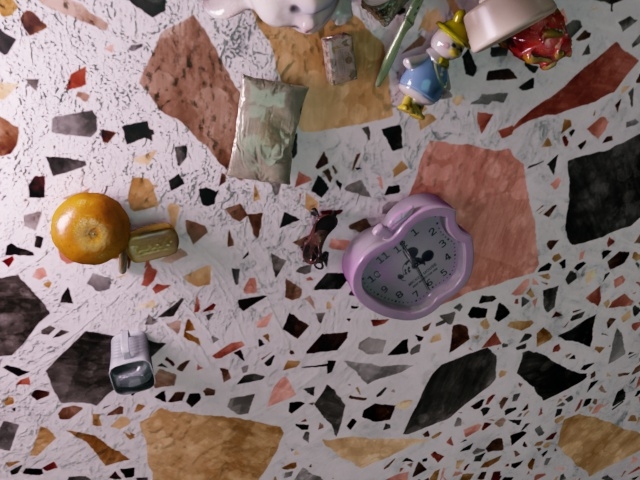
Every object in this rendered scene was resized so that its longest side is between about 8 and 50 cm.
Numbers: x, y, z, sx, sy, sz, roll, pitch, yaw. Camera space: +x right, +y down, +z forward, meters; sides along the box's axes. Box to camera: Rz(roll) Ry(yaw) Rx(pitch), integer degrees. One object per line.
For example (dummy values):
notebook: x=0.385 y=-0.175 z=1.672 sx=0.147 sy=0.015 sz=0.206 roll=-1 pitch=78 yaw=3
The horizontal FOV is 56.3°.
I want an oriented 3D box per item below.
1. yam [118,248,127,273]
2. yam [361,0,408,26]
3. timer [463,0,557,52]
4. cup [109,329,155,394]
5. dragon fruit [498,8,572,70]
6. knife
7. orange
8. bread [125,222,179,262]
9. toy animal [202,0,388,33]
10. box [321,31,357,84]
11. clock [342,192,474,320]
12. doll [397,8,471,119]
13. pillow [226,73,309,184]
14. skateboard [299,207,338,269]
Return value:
yam: x=-0.440 y=0.024 z=1.334 sx=0.021 sy=0.021 sz=0.116 roll=2 pitch=117 yaw=-21
yam: x=0.162 y=-0.519 z=1.196 sx=0.179 sy=0.078 sz=0.078 roll=-47 pitch=123 yaw=10
timer: x=0.328 y=-0.531 z=1.177 sx=0.175 sy=0.175 sz=0.266 roll=-27 pitch=96 yaw=-3
cup: x=-0.451 y=0.276 z=1.414 sx=0.095 sy=0.129 sz=0.128 roll=-13 pitch=123 yaw=-13
dragon fruit: x=0.460 y=-0.458 z=1.315 sx=0.208 sy=0.133 sz=0.149 roll=17 pitch=87 yaw=-10
knife: x=0.177 y=-0.444 z=1.236 sx=0.043 sy=0.020 sz=0.293 roll=-29 pitch=154 yaw=-43
orange: x=-0.474 y=-0.025 z=1.236 sx=0.155 sy=0.134 sz=0.154 roll=-3 pitch=98 yaw=-25
bread: x=-0.374 y=0.001 z=1.323 sx=0.115 sy=0.056 sz=0.082 roll=-18 pitch=122 yaw=-18
toy animal: x=-0.039 y=-0.496 z=1.071 sx=0.368 sy=0.196 sz=0.241 roll=-29 pitch=87 yaw=-4
box: x=0.039 y=-0.380 z=1.252 sx=0.062 sy=0.045 sz=0.098 roll=-19 pitch=123 yaw=-10
clock: x=0.225 y=0.044 z=1.538 sx=0.339 sy=0.102 sz=0.338 roll=-8 pitch=121 yaw=-14
doll: x=0.249 y=-0.382 z=1.294 sx=0.135 sy=0.098 sz=0.241 roll=30 pitch=109 yaw=-10
pillow: x=-0.115 y=-0.233 z=1.282 sx=0.148 sy=0.050 sz=0.229 roll=1 pitch=116 yaw=-25
skateboard: x=0.000 y=0.000 z=1.442 sx=0.067 sy=0.080 sz=0.151 roll=5 pitch=120 yaw=-29
